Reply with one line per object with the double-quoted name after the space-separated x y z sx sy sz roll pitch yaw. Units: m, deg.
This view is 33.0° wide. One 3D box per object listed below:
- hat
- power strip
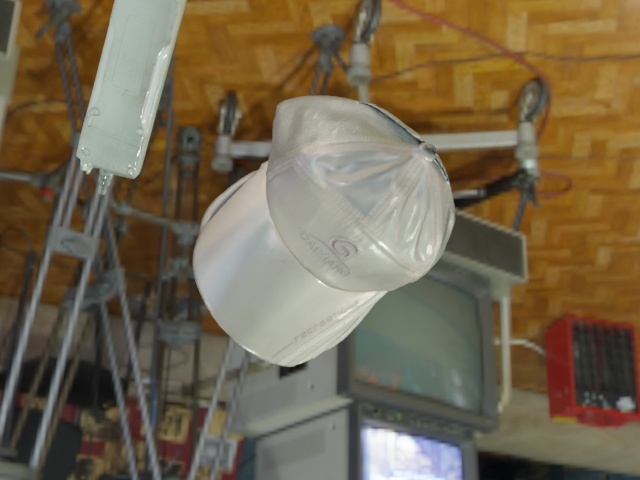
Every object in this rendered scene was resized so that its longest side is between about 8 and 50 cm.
0.000 0.000 1.000 0.219 0.226 0.164 44 158 -13 "hat"
-0.135 -0.112 0.766 0.048 0.030 0.191 20 120 -3 "power strip"
